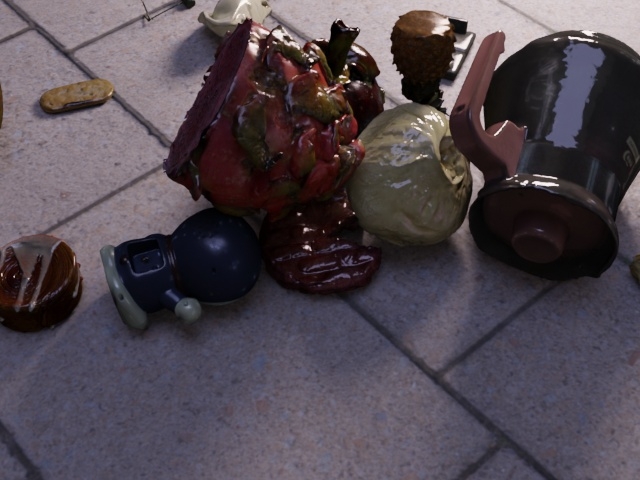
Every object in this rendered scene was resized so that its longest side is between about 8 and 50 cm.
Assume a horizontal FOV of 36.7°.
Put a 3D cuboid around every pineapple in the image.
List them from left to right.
[{"bbox_3d":[0.170,-0.260,1.672,0.130,0.277,0.119,9,45,15],"label":"pineapple"}]

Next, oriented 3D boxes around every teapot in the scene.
[{"bbox_3d":[0.364,-0.151,1.542,0.305,0.376,0.362,-20,40,46],"label":"teapot"}]

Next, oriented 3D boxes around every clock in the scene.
[{"bbox_3d":[-0.210,0.043,1.511,0.243,0.147,0.200,-18,48,-5],"label":"clock"}]

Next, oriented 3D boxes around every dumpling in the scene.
[{"bbox_3d":[-0.190,-0.463,1.983,0.134,0.100,0.169,8,46,27],"label":"dumpling"}]

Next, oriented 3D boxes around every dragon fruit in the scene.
[{"bbox_3d":[-0.074,-0.149,1.498,0.262,0.296,0.314,27,76,-20],"label":"dragon fruit"}]

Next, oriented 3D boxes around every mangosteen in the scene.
[{"bbox_3d":[0.000,-0.260,1.671,0.231,0.289,0.231,2,50,-2],"label":"mangosteen"}]

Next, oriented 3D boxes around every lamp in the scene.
[{"bbox_3d":[-0.322,-0.502,2.061,0.121,0.041,0.054,-21,60,-21],"label":"lamp"}]

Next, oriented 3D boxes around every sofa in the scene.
[{"bbox_3d":[0.255,-0.394,1.936,0.085,0.060,0.147,18,51,16],"label":"sofa"}]

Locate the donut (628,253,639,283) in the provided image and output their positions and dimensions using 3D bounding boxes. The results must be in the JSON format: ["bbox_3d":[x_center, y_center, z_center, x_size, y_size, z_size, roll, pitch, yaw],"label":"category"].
[{"bbox_3d":[0.564,0.082,1.506,0.108,0.065,0.166,-9,49,-7],"label":"donut"}]

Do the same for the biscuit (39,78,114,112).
[{"bbox_3d":[-0.474,-0.282,1.879,0.147,0.018,0.071,-15,48,-10],"label":"biscuit"}]

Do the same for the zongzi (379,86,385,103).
[{"bbox_3d":[0.049,-0.270,1.839,0.119,0.055,0.109,-37,55,-14],"label":"zongzi"}]

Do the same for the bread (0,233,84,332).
[{"bbox_3d":[-0.456,0.067,1.535,0.160,0.073,0.161,-3,50,3],"label":"bread"}]

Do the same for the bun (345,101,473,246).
[{"bbox_3d":[0.152,-0.106,1.564,0.243,0.153,0.244,9,73,-31],"label":"bun"}]

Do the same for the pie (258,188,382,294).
[{"bbox_3d":[0.000,0.000,1.600,0.204,0.054,0.219,1,51,2],"label":"pie"}]

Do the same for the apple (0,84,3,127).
[{"bbox_3d":[-0.684,-0.251,1.701,0.257,0.257,0.234,-37,62,-27],"label":"apple"}]
